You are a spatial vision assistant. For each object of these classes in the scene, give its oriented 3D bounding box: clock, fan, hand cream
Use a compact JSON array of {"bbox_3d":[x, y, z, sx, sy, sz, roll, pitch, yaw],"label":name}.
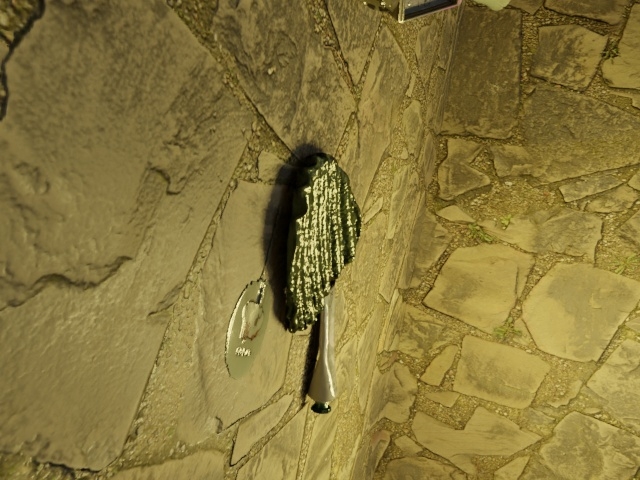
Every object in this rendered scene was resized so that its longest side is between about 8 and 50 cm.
[{"bbox_3d":[0.260,-0.634,1.613,0.192,0.071,0.147,-21,142,-16],"label":"clock"},{"bbox_3d":[-0.108,0.092,1.187,0.191,0.009,0.329,41,62,-71],"label":"fan"},{"bbox_3d":[0.012,0.267,1.651,0.121,0.076,0.336,-23,117,-77],"label":"hand cream"}]

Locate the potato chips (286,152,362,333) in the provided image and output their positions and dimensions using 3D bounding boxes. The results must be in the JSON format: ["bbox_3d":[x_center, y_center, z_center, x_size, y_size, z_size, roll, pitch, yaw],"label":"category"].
[{"bbox_3d":[0.000,0.000,1.388,0.429,0.070,0.358,86,25,-44],"label":"potato chips"}]

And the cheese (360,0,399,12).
[{"bbox_3d":[0.126,-0.584,1.361,0.175,0.091,0.202,-30,129,-68],"label":"cheese"}]

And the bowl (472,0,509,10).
[{"bbox_3d":[0.365,-0.817,1.716,0.435,0.196,0.434,170,-90,-88],"label":"bowl"}]
